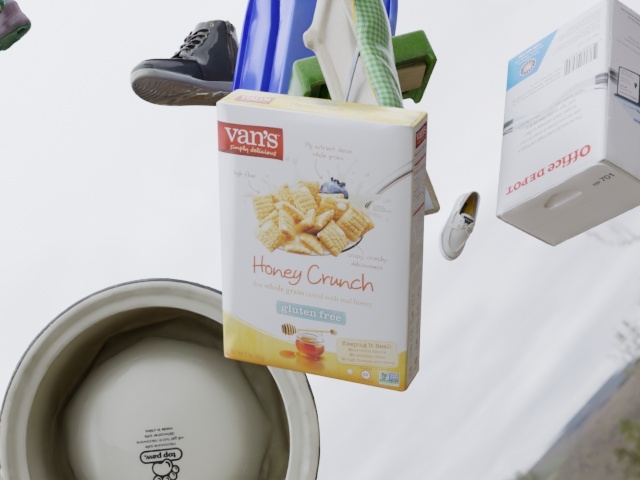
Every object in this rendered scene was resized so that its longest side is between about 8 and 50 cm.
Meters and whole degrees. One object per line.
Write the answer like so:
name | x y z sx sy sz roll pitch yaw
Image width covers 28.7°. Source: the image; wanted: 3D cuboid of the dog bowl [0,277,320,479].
dog bowl | -0.198 0.256 1.618 0.408 0.408 0.150 -47 -7 -2

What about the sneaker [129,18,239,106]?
sneaker | -0.194 -0.259 1.792 0.083 0.118 0.222 -22 -13 36

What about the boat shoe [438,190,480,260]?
boat shoe | 0.179 -0.021 1.580 0.035 0.035 0.100 -38 23 58

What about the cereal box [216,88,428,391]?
cereal box | 0.000 0.000 1.052 0.047 0.173 0.240 -46 -41 -58

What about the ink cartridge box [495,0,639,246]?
ink cartridge box | 0.243 -0.110 1.176 0.140 0.082 0.190 -30 43 47

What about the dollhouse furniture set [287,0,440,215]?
dollhouse furniture set | 0.078 -0.145 1.249 0.151 0.197 0.301 -14 -20 -13

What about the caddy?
caddy | 0.004 -0.207 1.587 0.241 0.179 0.341 -166 85 -69

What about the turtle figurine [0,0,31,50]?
turtle figurine | -0.397 -0.312 1.309 0.118 0.234 0.175 -40 -12 21
